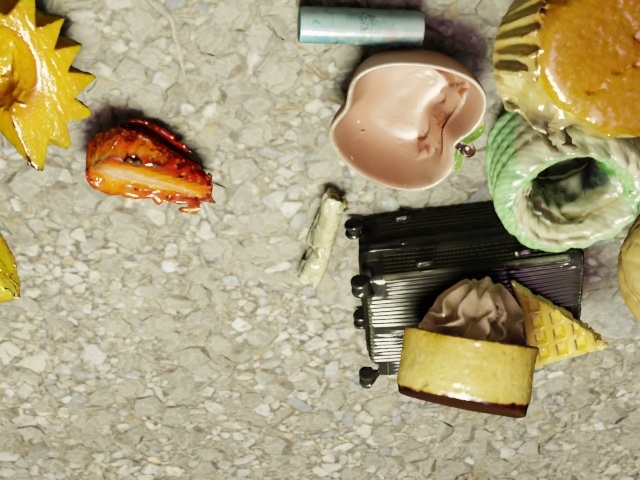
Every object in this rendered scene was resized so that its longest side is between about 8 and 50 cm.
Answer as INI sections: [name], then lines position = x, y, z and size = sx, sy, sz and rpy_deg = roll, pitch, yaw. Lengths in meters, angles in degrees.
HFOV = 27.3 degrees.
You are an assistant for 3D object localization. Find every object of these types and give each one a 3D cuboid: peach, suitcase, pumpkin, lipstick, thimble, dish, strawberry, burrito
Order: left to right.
[peach]
position = -0.499, 0.022, 1.857
size = 0.172, 0.092, 0.127
rpy_deg = 23, 133, -39
[pumpkin]
position = -0.387, -0.232, 1.642
size = 0.130, 0.149, 0.254
rpy_deg = -42, 133, -26
[strawberry]
position = -0.230, -0.102, 1.783
size = 0.188, 0.082, 0.121
rpy_deg = 19, 149, -33
[burrito]
position = 0.000, 0.000, 1.910
size = 0.041, 0.045, 0.185
rpy_deg = -20, 142, -37
[lipstick]
position = 0.051, -0.270, 1.661
size = 0.157, 0.048, 0.048
rpy_deg = 1, 133, -7
[dish]
position = 0.115, -0.173, 1.730
size = 0.213, 0.090, 0.213
rpy_deg = -1, 132, -1
[suitcase]
position = 0.211, 0.075, 1.927
size = 0.335, 0.152, 0.230
rpy_deg = -6, 134, 0
[thimble]
position = 0.333, -0.100, 1.776
size = 0.219, 0.150, 0.219
rpy_deg = -2, 134, -2

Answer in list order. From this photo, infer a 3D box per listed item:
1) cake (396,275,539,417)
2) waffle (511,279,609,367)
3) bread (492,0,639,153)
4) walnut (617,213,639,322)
[cake]
position = 0.205, 0.139, 1.794
size = 0.185, 0.178, 0.208
rpy_deg = 9, 167, 9
[waffle]
position = 0.338, 0.101, 1.852
size = 0.125, 0.032, 0.191
rpy_deg = -14, 135, 4
[bread]
position = 0.409, -0.239, 1.601
size = 0.388, 0.183, 0.236
rpy_deg = -7, 97, -12
[walnut]
position = 0.569, 0.042, 1.847
size = 0.313, 0.277, 0.252
rpy_deg = 6, 99, 33
